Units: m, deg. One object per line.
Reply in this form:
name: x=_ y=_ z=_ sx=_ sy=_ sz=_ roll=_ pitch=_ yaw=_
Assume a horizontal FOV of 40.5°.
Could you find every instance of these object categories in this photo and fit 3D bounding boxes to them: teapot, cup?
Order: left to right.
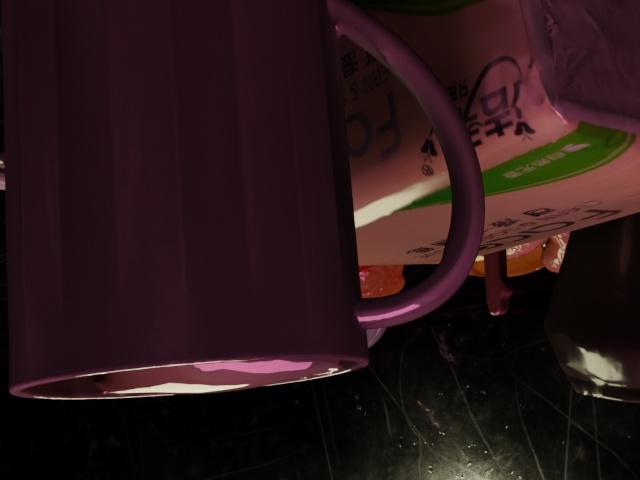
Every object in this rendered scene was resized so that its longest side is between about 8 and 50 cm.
cup: x=-0.057 y=-0.068 z=0.598 sx=0.323 sy=0.326 sz=0.237 roll=-7 pitch=166 yaw=10
teapot: x=0.366 y=-0.009 z=0.966 sx=0.376 sy=0.361 sz=0.306 roll=-1 pitch=175 yaw=26

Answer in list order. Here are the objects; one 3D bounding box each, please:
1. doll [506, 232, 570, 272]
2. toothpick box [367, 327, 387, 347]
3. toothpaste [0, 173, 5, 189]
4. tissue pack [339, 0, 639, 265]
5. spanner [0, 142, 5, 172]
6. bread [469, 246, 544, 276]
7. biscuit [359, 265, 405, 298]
doll: x=0.335 y=-0.063 z=1.221 sx=0.156 sy=0.201 sz=0.303 roll=-41 pitch=-164 yaw=-35
toothpick box: x=-0.081 y=0.068 z=1.331 sx=0.355 sy=0.262 sz=0.263 roll=4 pitch=164 yaw=-31
toothpaste: x=-0.439 y=-0.081 z=1.046 sx=0.052 sy=0.033 sz=0.218 roll=-8 pitch=170 yaw=28
tissue pack: x=0.142 y=-0.105 z=0.794 sx=0.332 sy=0.205 sz=0.405 roll=0 pitch=168 yaw=-37
spanner: x=-0.294 y=-0.129 z=0.923 sx=0.087 sy=0.024 sz=0.316 roll=0 pitch=165 yaw=-30
bread: x=0.345 y=-0.028 z=1.376 sx=0.294 sy=0.132 sz=0.167 roll=-15 pitch=159 yaw=32
biscuit: x=0.000 y=0.000 z=1.157 sx=0.202 sy=0.047 sz=0.334 roll=-38 pitch=132 yaw=12
